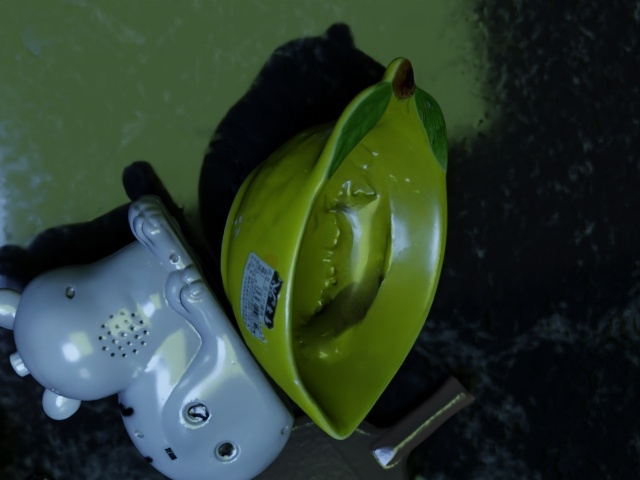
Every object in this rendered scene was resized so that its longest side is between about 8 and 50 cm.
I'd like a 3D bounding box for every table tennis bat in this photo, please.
[{"bbox_3d":[0.028,0.133,0.689,0.170,0.119,0.107,-39,85,-11],"label":"table tennis bat"}]

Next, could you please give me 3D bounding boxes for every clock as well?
[{"bbox_3d":[-0.096,0.075,0.678,0.117,0.080,0.176,-31,110,1],"label":"clock"}]

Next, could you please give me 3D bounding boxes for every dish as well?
[{"bbox_3d":[0.000,0.000,0.657,0.149,0.080,0.207,-3,105,-55],"label":"dish"}]

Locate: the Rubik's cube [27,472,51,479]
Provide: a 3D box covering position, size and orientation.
[{"bbox_3d":[-0.168,0.290,0.753,0.190,0.211,0.178,-27,137,31],"label":"Rubik's cube"}]
